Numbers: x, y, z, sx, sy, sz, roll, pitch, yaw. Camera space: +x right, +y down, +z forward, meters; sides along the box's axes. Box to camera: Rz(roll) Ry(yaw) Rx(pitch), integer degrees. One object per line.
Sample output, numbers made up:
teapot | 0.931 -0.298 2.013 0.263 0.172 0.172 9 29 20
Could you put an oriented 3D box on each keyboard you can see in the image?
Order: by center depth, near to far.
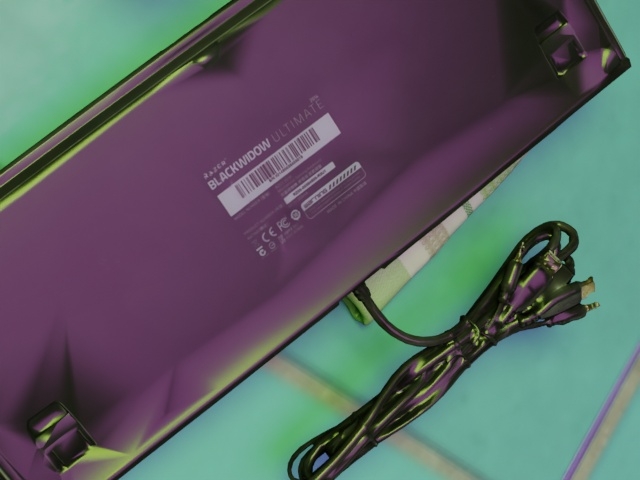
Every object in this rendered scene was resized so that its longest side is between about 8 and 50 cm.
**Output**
keyboard | 0.000 0.000 0.556 0.317 0.033 0.201 -38 108 -13

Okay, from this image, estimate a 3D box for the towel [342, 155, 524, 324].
towel | 0.040 -0.052 0.592 0.152 0.023 0.113 -48 115 -14
